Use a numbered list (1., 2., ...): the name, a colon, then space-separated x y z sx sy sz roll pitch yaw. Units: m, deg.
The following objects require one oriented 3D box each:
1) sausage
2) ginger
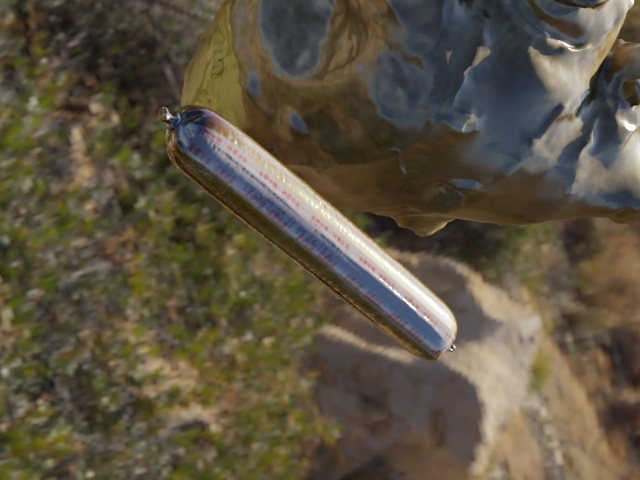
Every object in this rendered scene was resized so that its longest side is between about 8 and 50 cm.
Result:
1. sausage: 0.000 0.000 0.350 0.100 0.015 0.015 39 48 -39
2. ginger: 0.079 -0.072 0.780 0.270 0.219 0.123 4 60 -25
